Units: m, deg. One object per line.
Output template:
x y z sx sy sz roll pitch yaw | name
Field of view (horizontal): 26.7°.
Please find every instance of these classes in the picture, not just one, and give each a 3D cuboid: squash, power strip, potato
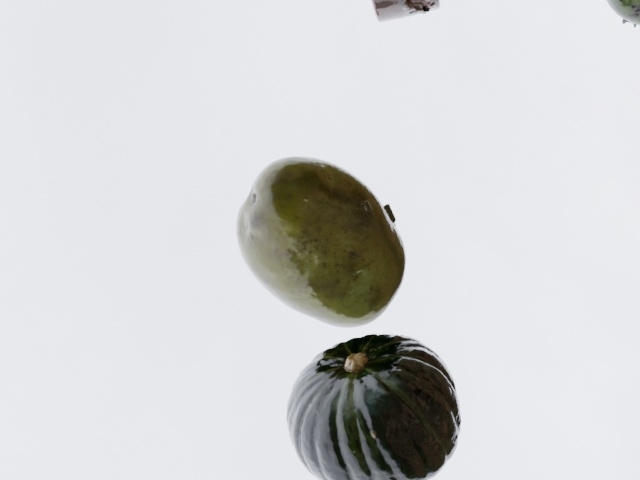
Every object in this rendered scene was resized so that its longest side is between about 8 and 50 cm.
0.065 0.208 1.608 0.218 0.218 0.172 -31 -67 -45 | squash
0.084 -0.322 1.513 0.154 0.078 0.154 -10 -90 -83 | power strip
0.002 -0.001 1.704 0.228 0.197 0.149 24 -139 -17 | potato

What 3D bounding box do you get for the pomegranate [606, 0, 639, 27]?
0.411 -0.325 1.630 0.122 0.161 0.122 23 -135 -25 | pomegranate
